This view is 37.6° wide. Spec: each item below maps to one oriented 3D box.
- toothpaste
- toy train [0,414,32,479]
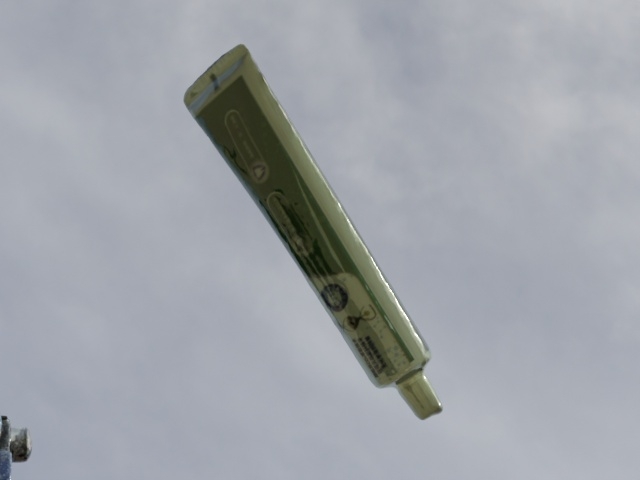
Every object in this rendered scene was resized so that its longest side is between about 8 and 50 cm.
[{"bbox_3d":[0.000,0.000,0.886,0.098,0.061,0.392,-35,-94,36],"label":"toothpaste"},{"bbox_3d":[-0.498,0.290,1.111,0.299,0.202,0.131,3,-38,-19],"label":"toy train"}]
